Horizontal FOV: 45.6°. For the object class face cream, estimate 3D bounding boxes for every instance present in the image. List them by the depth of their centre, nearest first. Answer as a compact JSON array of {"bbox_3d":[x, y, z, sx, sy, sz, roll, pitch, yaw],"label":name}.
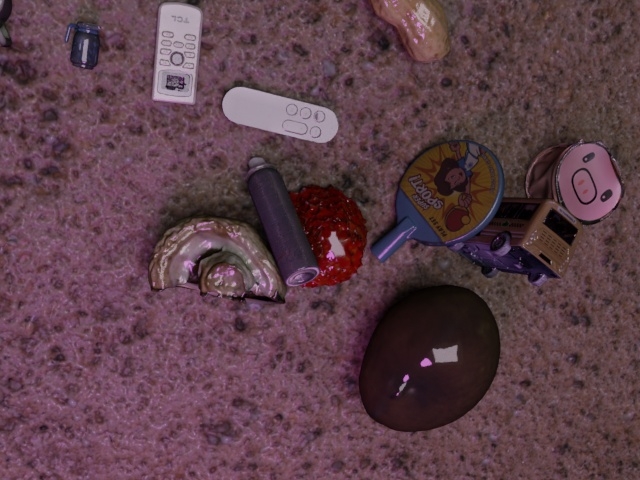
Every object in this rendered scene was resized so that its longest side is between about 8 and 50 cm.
[{"bbox_3d":[-0.082,-0.045,1.488,0.073,0.073,0.283,-18,63,-10],"label":"face cream"}]

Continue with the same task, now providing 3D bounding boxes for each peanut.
[{"bbox_3d":[0.170,-0.466,1.523,0.123,0.123,0.256,-36,112,-5],"label":"peanut"}]

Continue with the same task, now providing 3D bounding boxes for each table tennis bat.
[{"bbox_3d":[0.238,-0.072,1.605,0.329,0.044,0.215,-41,65,16],"label":"table tennis bat"}]

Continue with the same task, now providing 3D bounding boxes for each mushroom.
[{"bbox_3d":[-0.191,0.037,1.502,0.267,0.189,0.164,6,87,7],"label":"mushroom"}]

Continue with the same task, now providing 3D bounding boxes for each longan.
[{"bbox_3d":[0.231,0.256,1.616,0.288,0.288,0.350,32,103,-19],"label":"longan"}]

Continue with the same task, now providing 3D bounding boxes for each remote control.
[{"bbox_3d":[-0.276,-0.361,1.469,0.088,0.029,0.190,5,100,-16],"label":"remote control"},{"bbox_3d":[-0.081,-0.254,1.548,0.245,0.022,0.077,12,97,-17],"label":"remote control"}]

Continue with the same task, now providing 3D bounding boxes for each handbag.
[{"bbox_3d":[0.566,-0.123,1.696,0.179,0.116,0.205,-34,107,-7],"label":"handbag"}]

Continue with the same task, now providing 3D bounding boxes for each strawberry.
[{"bbox_3d":[0.000,0.000,1.546,0.234,0.178,0.234,-1,96,-12],"label":"strawberry"}]

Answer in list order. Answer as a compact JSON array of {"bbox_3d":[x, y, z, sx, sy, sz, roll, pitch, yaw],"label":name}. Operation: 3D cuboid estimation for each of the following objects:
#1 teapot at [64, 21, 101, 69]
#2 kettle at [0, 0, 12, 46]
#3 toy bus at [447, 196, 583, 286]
[{"bbox_3d":[-0.442,-0.364,1.422,0.049,0.063,0.083,4,99,-48],"label":"teapot"},{"bbox_3d":[-0.578,-0.410,1.318,0.127,0.148,0.098,35,89,-17],"label":"kettle"},{"bbox_3d":[0.394,-0.012,1.590,0.139,0.289,0.157,35,80,-20],"label":"toy bus"}]
